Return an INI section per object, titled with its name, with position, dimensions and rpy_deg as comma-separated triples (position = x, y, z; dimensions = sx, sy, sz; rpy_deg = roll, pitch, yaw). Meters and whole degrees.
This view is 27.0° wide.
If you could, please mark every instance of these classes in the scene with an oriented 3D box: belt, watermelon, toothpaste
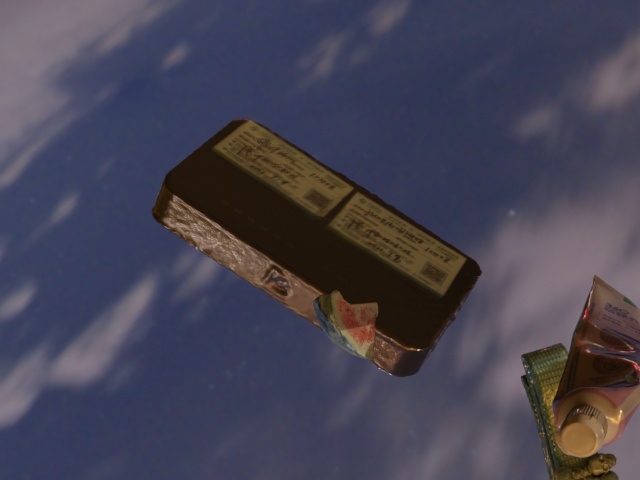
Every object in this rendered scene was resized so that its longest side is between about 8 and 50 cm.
[belt]
position = 0.228, 0.187, 1.217
dimensions = 0.065, 0.179, 0.100
rpy_deg = -18, -176, -3
[watermelon]
position = 0.029, 0.072, 1.312
dimensions = 0.061, 0.085, 0.085
rpy_deg = -32, -154, -15
[toothpaste]
position = 0.230, 0.098, 1.067
dimensions = 0.075, 0.048, 0.301
rpy_deg = 16, -159, 15

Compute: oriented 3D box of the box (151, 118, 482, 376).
[box]
position = 0.000, 0.000, 1.512
dimensions = 0.211, 0.350, 0.058
rpy_deg = -46, 166, -52
